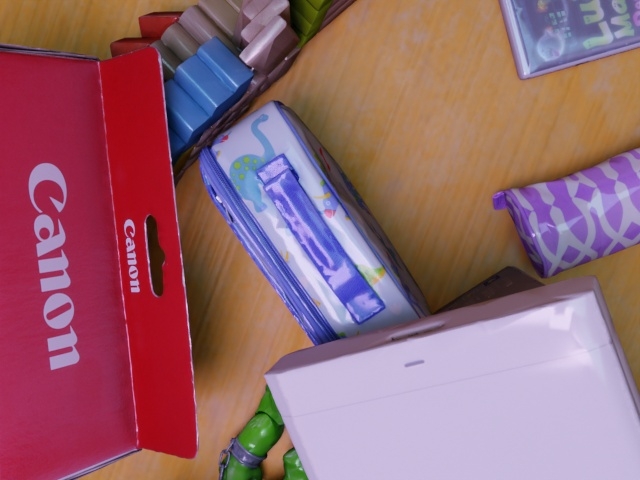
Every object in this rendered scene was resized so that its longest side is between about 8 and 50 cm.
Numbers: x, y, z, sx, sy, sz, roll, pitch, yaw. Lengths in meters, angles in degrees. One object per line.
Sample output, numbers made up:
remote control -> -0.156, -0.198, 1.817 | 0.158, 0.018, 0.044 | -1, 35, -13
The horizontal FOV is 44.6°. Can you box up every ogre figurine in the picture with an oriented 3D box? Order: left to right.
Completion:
ogre figurine -> 0.006, 0.175, 0.660 | 0.096, 0.197, 0.118 | 13, 83, -42

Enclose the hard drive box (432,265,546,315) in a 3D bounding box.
hard drive box -> 0.173, 0.126, 0.578 | 0.089, 0.232, 0.181 | -32, 91, 5

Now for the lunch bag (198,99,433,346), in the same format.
lunch bag -> 0.000, 0.000, 0.608 | 0.090, 0.176, 0.219 | -35, 92, 5

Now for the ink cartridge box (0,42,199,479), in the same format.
ink cartridge box -> -0.239, 0.020, 0.585 | 0.271, 0.130, 0.310 | -4, 94, 37

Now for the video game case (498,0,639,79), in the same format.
video game case -> 0.228, -0.250, 0.655 | 0.173, 0.022, 0.191 | -15, 93, 4

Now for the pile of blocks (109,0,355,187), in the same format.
pile of blocks -> -0.091, -0.160, 0.616 | 0.112, 0.149, 0.362 | 45, 96, -1

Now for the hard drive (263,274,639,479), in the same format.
hard drive -> 0.113, 0.190, 0.463 | 0.203, 0.040, 0.308 | -19, 98, 27

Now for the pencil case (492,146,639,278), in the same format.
pencil case -> 0.254, -0.043, 0.639 | 0.206, 0.086, 0.088 | -22, 58, 2
